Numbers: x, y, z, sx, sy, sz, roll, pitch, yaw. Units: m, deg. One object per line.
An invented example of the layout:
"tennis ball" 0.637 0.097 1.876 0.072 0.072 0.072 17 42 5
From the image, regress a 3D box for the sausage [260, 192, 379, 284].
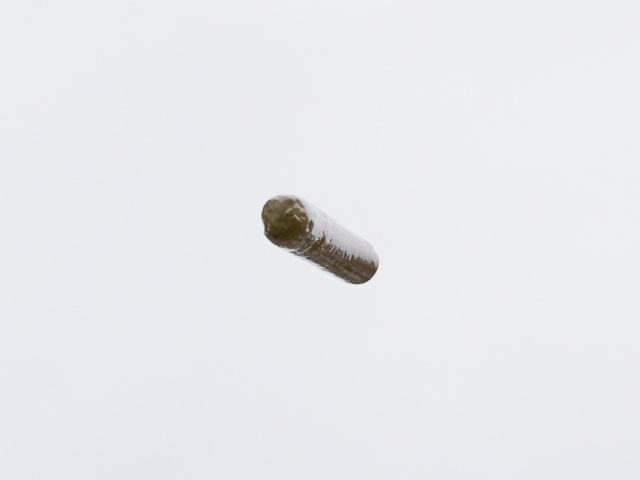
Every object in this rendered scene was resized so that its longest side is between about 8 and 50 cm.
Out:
"sausage" -0.002 0.000 1.780 0.065 0.066 0.301 -13 -15 14
